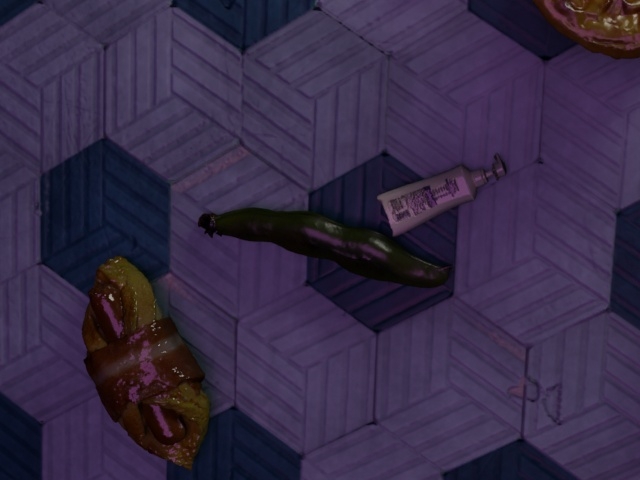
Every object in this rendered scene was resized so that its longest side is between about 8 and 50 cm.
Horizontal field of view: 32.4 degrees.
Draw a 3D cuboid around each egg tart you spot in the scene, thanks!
[{"bbox_3d":[0.295,-0.274,1.043,0.203,0.147,0.202,3,101,14],"label":"egg tart"}]

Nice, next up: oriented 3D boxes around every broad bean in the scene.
[{"bbox_3d":[0.000,-0.001,1.214,0.297,0.043,0.060,15,128,12],"label":"broad bean"}]

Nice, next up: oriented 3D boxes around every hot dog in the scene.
[{"bbox_3d":[-0.208,0.150,1.265,0.123,0.093,0.261,-30,90,16],"label":"hot dog"}]

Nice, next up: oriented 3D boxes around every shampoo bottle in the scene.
[{"bbox_3d":[0.133,-0.051,1.178,0.141,0.034,0.049,-22,85,16],"label":"shampoo bottle"}]
